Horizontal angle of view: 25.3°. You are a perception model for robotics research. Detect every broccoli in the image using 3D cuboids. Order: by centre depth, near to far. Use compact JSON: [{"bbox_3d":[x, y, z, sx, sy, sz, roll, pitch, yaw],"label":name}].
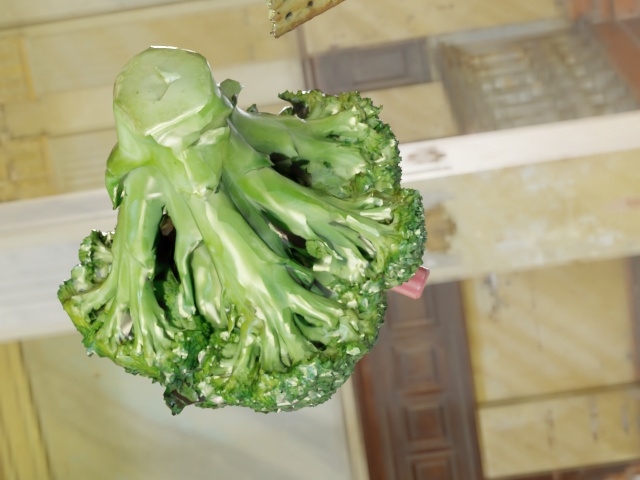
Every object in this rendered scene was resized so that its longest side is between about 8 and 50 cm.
[{"bbox_3d":[-0.053,-0.026,0.983,0.269,0.254,0.269,4,-90,-65],"label":"broccoli"}]

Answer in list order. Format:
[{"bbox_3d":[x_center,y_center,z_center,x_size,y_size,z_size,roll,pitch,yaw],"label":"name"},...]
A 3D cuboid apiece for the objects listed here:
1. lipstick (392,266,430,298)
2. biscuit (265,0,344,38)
[{"bbox_3d":[0.000,0.000,1.333,0.053,0.234,0.053,-39,-41,-44],"label":"lipstick"},{"bbox_3d":[-0.012,-0.320,1.379,0.016,0.139,0.231,39,151,40],"label":"biscuit"}]
